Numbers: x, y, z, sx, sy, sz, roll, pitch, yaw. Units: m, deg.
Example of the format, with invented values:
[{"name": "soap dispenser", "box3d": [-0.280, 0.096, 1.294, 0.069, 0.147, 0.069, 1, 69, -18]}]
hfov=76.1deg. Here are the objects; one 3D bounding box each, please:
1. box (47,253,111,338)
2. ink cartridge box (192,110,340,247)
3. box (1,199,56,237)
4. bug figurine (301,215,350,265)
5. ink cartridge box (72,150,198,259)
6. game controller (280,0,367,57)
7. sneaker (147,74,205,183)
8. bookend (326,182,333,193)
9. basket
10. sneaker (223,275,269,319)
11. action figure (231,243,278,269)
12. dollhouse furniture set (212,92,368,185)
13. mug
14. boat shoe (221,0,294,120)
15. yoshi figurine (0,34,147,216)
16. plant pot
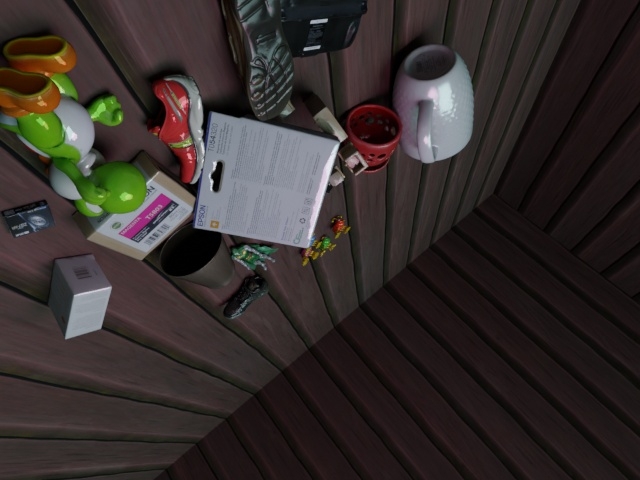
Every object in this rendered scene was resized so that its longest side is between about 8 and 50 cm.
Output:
[{"name": "box", "box3d": [-0.624, 0.143, 1.057, 0.091, 0.130, 0.170, -13, 142, -49]}, {"name": "ink cartridge box", "box3d": [-0.149, -0.156, 1.092, 0.330, 0.071, 0.324, 11, 117, -13]}, {"name": "box", "box3d": [-0.629, -0.047, 0.885, 0.083, 0.018, 0.067, -25, 149, -34]}, {"name": "bug figurine", "box3d": [0.000, 0.000, 1.831, 0.279, 0.072, 0.216, -27, 157, -41]}, {"name": "ink cartridge box", "box3d": [-0.447, -0.078, 1.026, 0.235, 0.088, 0.193, -43, 156, 0]}, {"name": "game controller", "box3d": [-0.016, -0.533, 1.004, 0.319, 0.067, 0.166, -25, 164, -33]}, {"name": "sneaker", "box3d": [-0.335, -0.250, 0.945, 0.118, 0.107, 0.279, -10, 140, -21]}, {"name": "bookend", "box3d": [-0.018, -0.195, 1.497, 0.157, 0.072, 0.156, -51, 154, 16]}, {"name": "basket", "box3d": [-0.368, 0.066, 1.303, 0.204, 0.154, 0.227, -38, 158, -9]}, {"name": "sneaker", "box3d": [-0.316, 0.227, 1.705, 0.228, 0.087, 0.130, -36, 153, -22]}, {"name": "action figure", "box3d": [-0.264, 0.061, 1.554, 0.137, 0.063, 0.232, -45, 152, 11]}, {"name": "dollhouse furniture set", "box3d": [-0.098, -0.241, 1.192, 0.356, 0.173, 0.303, -37, 119, 12]}, {"name": "mug", "box3d": [0.373, -0.438, 1.386, 0.328, 0.276, 0.374, 58, 40, -58]}, {"name": "boat shoe", "box3d": [-0.139, -0.426, 0.894, 0.123, 0.120, 0.324, -28, 145, -21]}, {"name": "yoshi figurine", "box3d": [-0.437, -0.173, 0.777, 0.204, 0.203, 0.362, -38, 158, -27]}, {"name": "plant pot", "box3d": [0.172, -0.345, 1.415, 0.191, 0.191, 0.174, -35, 161, -18]}]
